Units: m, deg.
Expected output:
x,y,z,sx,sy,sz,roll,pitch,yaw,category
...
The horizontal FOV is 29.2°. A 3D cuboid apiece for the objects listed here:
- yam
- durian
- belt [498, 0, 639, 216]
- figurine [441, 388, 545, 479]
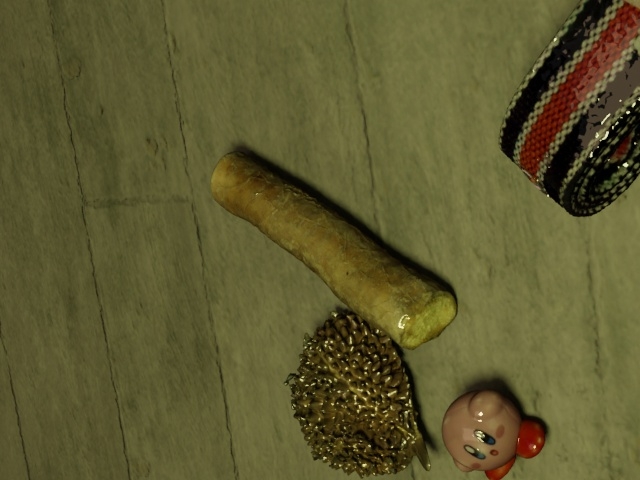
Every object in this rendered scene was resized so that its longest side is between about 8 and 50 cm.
x,y,z,sx,sy,sz,roll,pitch,yaw,category
0.000,0.000,1.135,0.299,0.066,0.066,38,126,37,yam
0.028,0.155,1.124,0.188,0.091,0.148,37,126,33,durian
0.226,-0.164,0.802,0.094,0.126,0.359,43,136,20,belt
0.135,0.160,1.024,0.083,0.071,0.067,-57,17,31,figurine
